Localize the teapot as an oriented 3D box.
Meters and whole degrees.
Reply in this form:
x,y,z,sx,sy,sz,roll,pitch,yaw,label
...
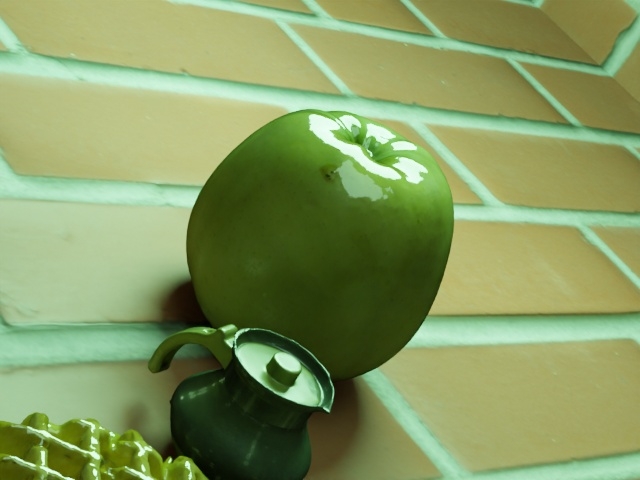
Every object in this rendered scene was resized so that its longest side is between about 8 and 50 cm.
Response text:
x,y,z,sx,sy,sz,roll,pitch,yaw,label
-0.069,0.133,1.486,0.166,0.119,0.130,41,24,16,teapot

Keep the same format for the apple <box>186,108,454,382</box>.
x,y,z,sx,sy,sz,roll,pitch,yaw,label
0.000,0.000,1.689,0.262,0.262,0.262,28,25,-14,apple

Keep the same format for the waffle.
x,y,z,sx,sy,sz,roll,pitch,yaw,label
-0.141,0.233,1.286,0.329,0.062,0.329,28,26,-15,waffle
